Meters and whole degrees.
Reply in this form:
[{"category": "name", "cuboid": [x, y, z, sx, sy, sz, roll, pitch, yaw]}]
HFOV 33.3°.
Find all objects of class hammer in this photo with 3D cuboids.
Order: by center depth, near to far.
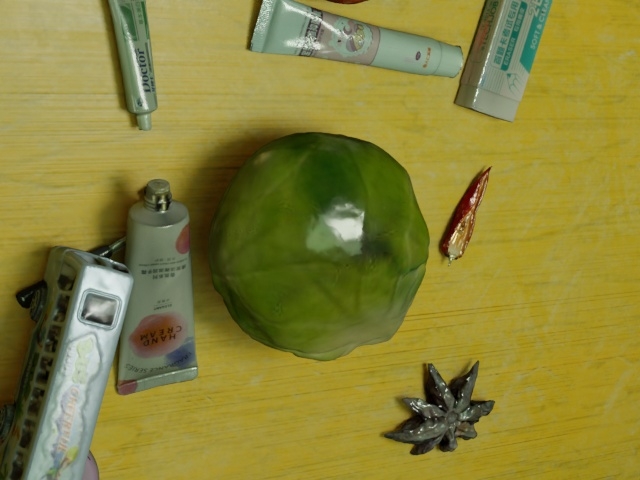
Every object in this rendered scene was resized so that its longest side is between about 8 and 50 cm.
[{"category": "hammer", "cuboid": [-0.302, 0.026, 1.468, 0.246, 0.029, 0.103, -34, 116, -15]}]

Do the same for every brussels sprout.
[{"category": "brussels sprout", "cuboid": [0.000, 0.000, 1.502, 0.344, 0.268, 0.344, -16, 133, -18]}]

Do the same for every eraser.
[{"category": "eraser", "cuboid": [0.292, -0.307, 1.679, 0.095, 0.052, 0.225, 13, 98, -32]}]

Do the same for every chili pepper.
[{"category": "chili pepper", "cuboid": [0.236, -0.042, 1.738, 0.045, 0.027, 0.178, 20, 94, -35]}]

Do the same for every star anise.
[{"category": "star anise", "cuboid": [0.210, 0.287, 1.796, 0.204, 0.061, 0.181, 7, 100, -29]}]

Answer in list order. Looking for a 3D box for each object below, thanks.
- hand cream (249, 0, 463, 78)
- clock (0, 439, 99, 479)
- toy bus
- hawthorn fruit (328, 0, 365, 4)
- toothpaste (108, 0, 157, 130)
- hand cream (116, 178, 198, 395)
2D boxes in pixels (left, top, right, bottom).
[{"category": "hand cream", "cuboid": [0.057, -0.290, 1.562, 0.331, 0.058, 0.085, 7, 117, -25]}, {"category": "clock", "cuboid": [-0.424, 0.341, 1.456, 0.247, 0.090, 0.228, -17, 112, -25]}, {"category": "toy bus", "cuboid": [-0.329, 0.172, 1.371, 0.109, 0.136, 0.330, 18, 79, -28]}, {"category": "hawthorn fruit", "cuboid": [0.038, -0.387, 1.471, 0.132, 0.138, 0.133, -10, 111, -26]}, {"category": "toothpaste", "cuboid": [-0.247, -0.253, 1.414, 0.064, 0.041, 0.218, -17, 109, -36]}, {"category": "hand cream", "cuboid": [-0.224, 0.071, 1.476, 0.124, 0.078, 0.341, -11, 123, -25]}]
